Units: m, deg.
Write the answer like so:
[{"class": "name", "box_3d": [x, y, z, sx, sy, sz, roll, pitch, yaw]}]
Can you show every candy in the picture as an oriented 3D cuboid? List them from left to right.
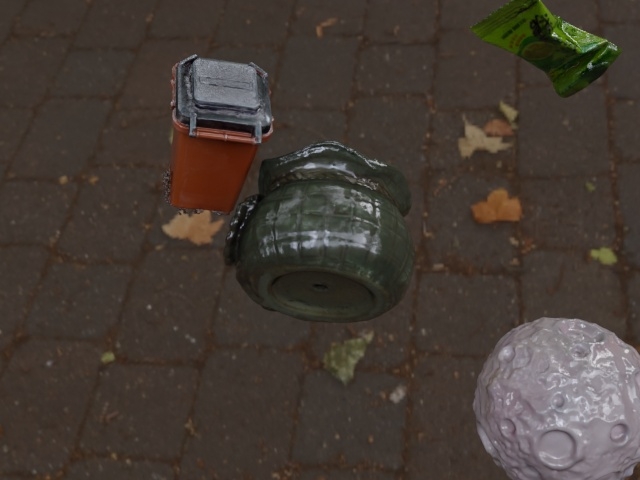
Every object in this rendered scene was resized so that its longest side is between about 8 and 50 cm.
[{"class": "candy", "box_3d": [0.410, -0.363, 1.703, 0.246, 0.149, 0.069, 23, 53, -25]}]

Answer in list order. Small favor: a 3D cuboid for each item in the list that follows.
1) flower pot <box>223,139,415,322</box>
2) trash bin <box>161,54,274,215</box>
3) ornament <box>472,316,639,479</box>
[{"class": "flower pot", "box_3d": [0.000, 0.000, 1.497, 0.302, 0.302, 0.213, 2, 61, 12]}, {"class": "trash bin", "box_3d": [-0.173, -0.154, 1.514, 0.161, 0.238, 0.184, 5, 46, -15]}, {"class": "ornament", "box_3d": [0.347, 0.227, 1.334, 0.259, 0.225, 0.259, 7, 21, -3]}]
